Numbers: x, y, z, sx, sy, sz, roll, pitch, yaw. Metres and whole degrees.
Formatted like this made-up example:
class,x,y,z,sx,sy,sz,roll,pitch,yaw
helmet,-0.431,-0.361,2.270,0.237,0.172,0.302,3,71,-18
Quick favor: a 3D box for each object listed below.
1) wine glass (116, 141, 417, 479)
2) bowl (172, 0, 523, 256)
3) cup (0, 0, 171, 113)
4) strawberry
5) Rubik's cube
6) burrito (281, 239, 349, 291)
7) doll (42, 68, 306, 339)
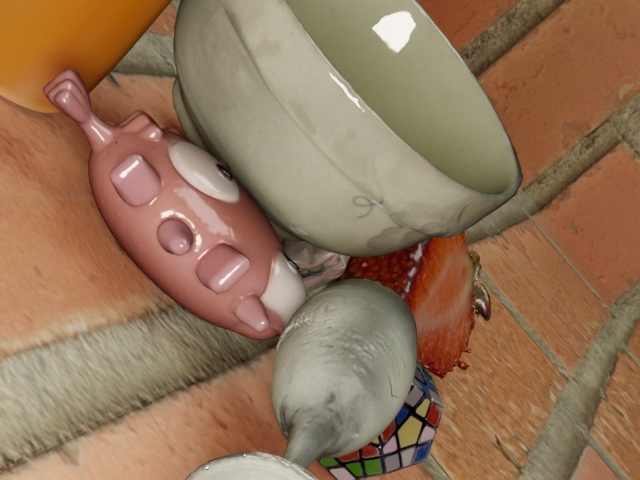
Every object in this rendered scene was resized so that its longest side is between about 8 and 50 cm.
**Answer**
class,x,y,z,sx,sy,sz,roll,pitch,yaw
wine glass,-0.013,0.029,0.997,0.309,0.096,0.264,-57,141,-69
bowl,0.000,-0.111,1.326,0.307,0.163,0.307,44,23,-24
cup,-0.173,-0.222,1.194,0.182,0.264,0.226,60,26,11
strawberry,0.074,0.044,1.601,0.236,0.107,0.175,20,68,-64
Rubik's cube,0.033,0.121,1.221,0.111,0.093,0.111,45,11,-11
burrito,0.001,0.000,1.550,0.064,0.064,0.203,48,13,-5
doll,-0.095,-0.017,1.175,0.262,0.093,0.211,49,5,-17
